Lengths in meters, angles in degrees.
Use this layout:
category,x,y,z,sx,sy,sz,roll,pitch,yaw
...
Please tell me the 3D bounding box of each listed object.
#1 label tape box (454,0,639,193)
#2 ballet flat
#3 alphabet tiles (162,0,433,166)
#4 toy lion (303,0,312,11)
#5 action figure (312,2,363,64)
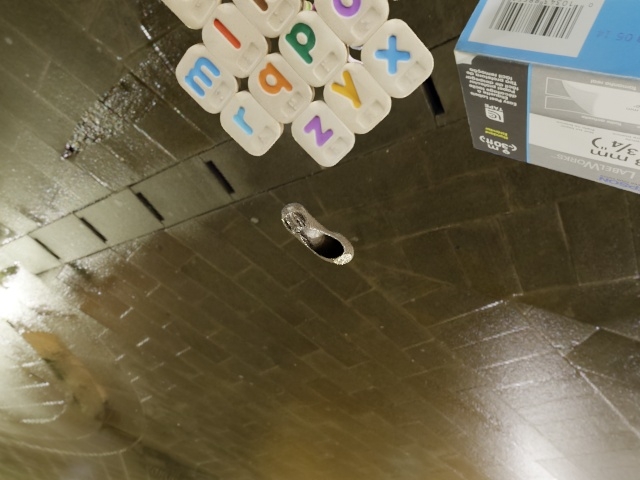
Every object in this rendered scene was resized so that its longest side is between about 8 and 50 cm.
category,x,y,z,sx,sy,sz,roll,pitch,yaw
label tape box,0.324,-0.154,0.540,0.240,0.106,0.333,25,175,30
ballet flat,0.000,0.000,0.984,0.084,0.058,0.250,-34,135,15
alphabet tiles,-0.030,-0.228,0.451,0.278,0.021,0.284,44,120,-10
toy lion,-0.067,-0.542,1.047,0.095,0.034,0.100,6,113,25
action figure,0.113,-0.758,1.260,0.247,0.276,0.370,-1,152,-28
